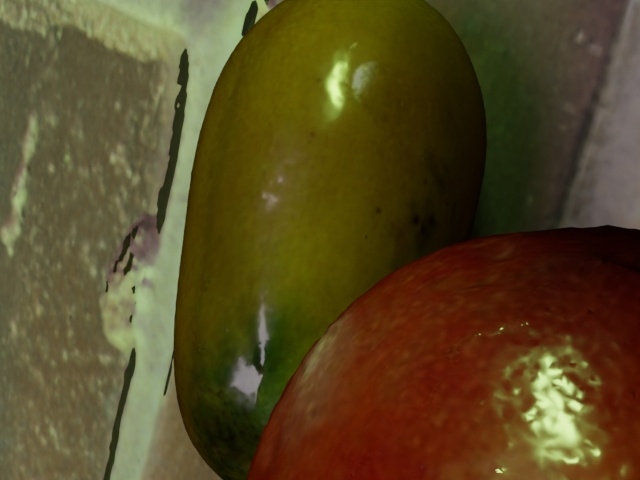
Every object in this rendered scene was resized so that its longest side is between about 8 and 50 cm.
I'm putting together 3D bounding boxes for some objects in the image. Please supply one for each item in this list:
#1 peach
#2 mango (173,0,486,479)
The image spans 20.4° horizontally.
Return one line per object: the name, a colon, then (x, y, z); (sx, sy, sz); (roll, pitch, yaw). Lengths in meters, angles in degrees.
peach: (0.100, 0.132, 0.613); (0.281, 0.238, 0.281); (-2, 84, 19)
mango: (0.001, -0.001, 0.745); (0.120, 0.151, 0.221); (11, 81, 11)
